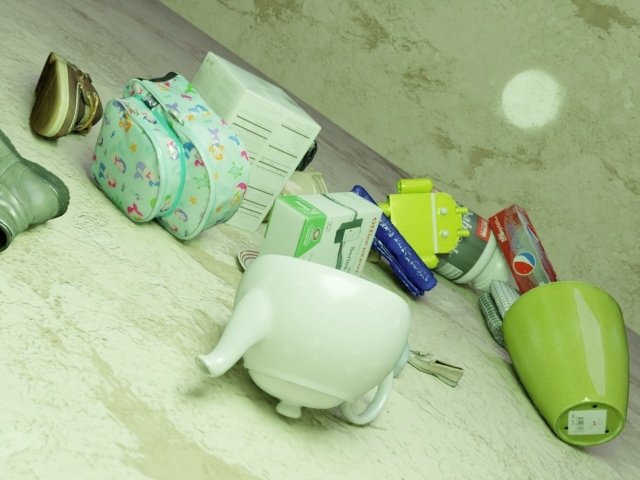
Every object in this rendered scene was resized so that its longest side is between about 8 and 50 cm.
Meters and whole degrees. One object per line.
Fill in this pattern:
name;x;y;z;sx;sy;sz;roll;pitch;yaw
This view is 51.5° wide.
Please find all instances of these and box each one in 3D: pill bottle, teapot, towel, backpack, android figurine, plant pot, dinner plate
pill bottle;0.389;-0.002;1.972;0.362;0.210;0.210;30;17;-10
teapot;-0.009;0.142;0.876;0.255;0.187;0.252;17;-11;2
towel;0.573;0.244;1.796;0.283;0.121;0.235;31;15;-5
towel;0.166;0.002;1.651;0.308;0.076;0.227;51;6;3
backpack;-0.249;-0.131;1.117;0.253;0.225;0.191;42;40;11
android figurine;0.272;-0.045;1.814;0.272;0.249;0.056;-1;-3;-5
plant pot;0.550;0.286;1.442;0.274;0.275;0.294;30;33;-13
dinner plate;-0.093;0.063;1.214;0.141;0.017;0.141;30;17;-11

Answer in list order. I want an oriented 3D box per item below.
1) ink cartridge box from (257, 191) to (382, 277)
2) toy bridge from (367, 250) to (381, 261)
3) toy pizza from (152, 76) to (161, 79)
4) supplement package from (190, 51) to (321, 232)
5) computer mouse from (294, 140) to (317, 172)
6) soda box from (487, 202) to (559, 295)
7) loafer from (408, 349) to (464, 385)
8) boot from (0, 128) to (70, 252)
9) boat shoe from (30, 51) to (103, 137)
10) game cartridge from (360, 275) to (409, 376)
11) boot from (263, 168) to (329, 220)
ink cartridge box;0.000;0.000;1.180;0.086;0.153;0.208;33;27;34
toy bridge;0.078;0.004;1.628;0.063;0.026;0.188;-5;-32;38
toy pizza;-0.408;-0.416;1.959;0.201;0.032;0.201;30;16;-9
supplement package;-0.178;-0.195;1.348;0.198;0.263;0.199;19;22;-41
computer mouse;-0.157;-0.213;1.672;0.272;0.189;0.072;21;38;-13
soda box;0.569;0.033;1.856;0.083;0.092;0.263;18;47;-45
loafer;0.218;0.234;1.273;0.125;0.039;0.045;30;17;-13
boot;-0.458;-0.088;0.850;0.246;0.083;0.161;33;22;2
boat shoe;-0.472;-0.269;1.270;0.123;0.123;0.342;22;13;-30
game cartridge;0.062;0.130;1.256;0.198;0.062;0.297;23;19;-20
boot;-0.107;-0.150;1.565;0.203;0.095;0.262;-7;44;-40
